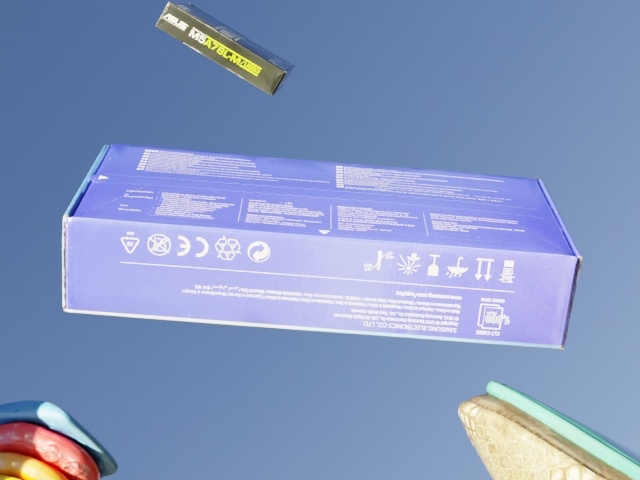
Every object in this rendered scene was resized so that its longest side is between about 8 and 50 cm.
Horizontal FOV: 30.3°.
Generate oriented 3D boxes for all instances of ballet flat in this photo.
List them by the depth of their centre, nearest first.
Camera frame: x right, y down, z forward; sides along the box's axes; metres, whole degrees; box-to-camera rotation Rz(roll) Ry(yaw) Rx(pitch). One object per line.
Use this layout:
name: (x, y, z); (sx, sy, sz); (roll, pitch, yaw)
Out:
ballet flat: (0.122, 0.111, 0.345); (0.067, 0.206, 0.073); (-63, 8, 3)

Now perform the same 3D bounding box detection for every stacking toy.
stacking toy: (-0.413, 0.378, 1.577); (0.165, 0.175, 0.302); (57, -141, -36)

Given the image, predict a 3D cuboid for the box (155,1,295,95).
box: (-0.128, -0.270, 1.651); (0.045, 0.184, 0.190); (-57, 3, 10)

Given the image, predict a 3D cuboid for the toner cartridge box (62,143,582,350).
toner cartridge box: (0.000, 0.000, 0.868); (0.348, 0.165, 0.075); (5, -69, -1)
